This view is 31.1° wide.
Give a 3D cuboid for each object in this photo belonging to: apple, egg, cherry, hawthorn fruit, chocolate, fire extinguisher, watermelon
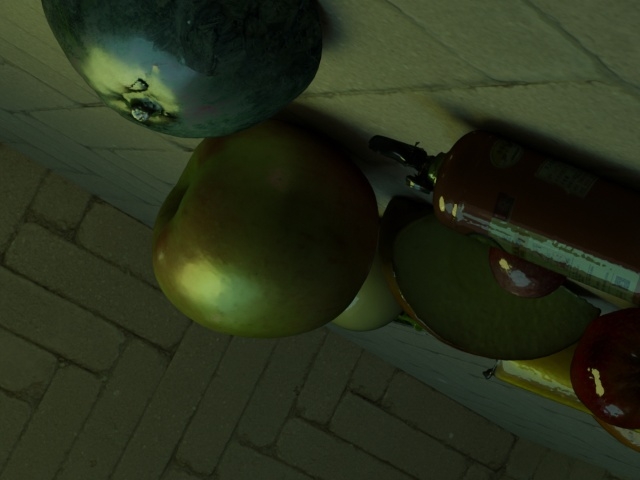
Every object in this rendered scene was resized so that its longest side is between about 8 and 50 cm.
[{"bbox_3d":[-0.071,-0.013,1.592,0.277,0.319,0.319,26,172,-16],"label":"apple"},{"bbox_3d":[0.069,0.059,1.962,0.186,0.186,0.241,26,161,9],"label":"egg"},{"bbox_3d":[0.234,0.066,1.734,0.346,0.254,0.179,29,131,-9],"label":"apple"},{"bbox_3d":[0.271,0.012,1.459,0.107,0.090,0.225,32,162,11],"label":"cherry"},{"bbox_3d":[0.444,0.187,1.647,0.179,0.179,0.200,27,169,1],"label":"hawthorn fruit"},{"bbox_3d":[0.498,0.242,1.865,0.445,0.162,0.162,24,171,10],"label":"chocolate"},{"bbox_3d":[0.239,-0.024,1.235,0.376,0.113,0.200,24,171,17],"label":"fire extinguisher"},{"bbox_3d":[-0.137,-0.200,1.127,0.322,0.175,0.188,31,171,-29],"label":"watermelon"}]

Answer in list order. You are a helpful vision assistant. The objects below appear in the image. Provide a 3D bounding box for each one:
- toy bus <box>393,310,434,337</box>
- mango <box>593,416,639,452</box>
[{"bbox_3d":[0.161,0.116,2.291,0.139,0.113,0.302,30,173,-17],"label":"toy bus"},{"bbox_3d":[0.554,0.280,1.978,0.252,0.154,0.126,39,-177,18],"label":"mango"}]
